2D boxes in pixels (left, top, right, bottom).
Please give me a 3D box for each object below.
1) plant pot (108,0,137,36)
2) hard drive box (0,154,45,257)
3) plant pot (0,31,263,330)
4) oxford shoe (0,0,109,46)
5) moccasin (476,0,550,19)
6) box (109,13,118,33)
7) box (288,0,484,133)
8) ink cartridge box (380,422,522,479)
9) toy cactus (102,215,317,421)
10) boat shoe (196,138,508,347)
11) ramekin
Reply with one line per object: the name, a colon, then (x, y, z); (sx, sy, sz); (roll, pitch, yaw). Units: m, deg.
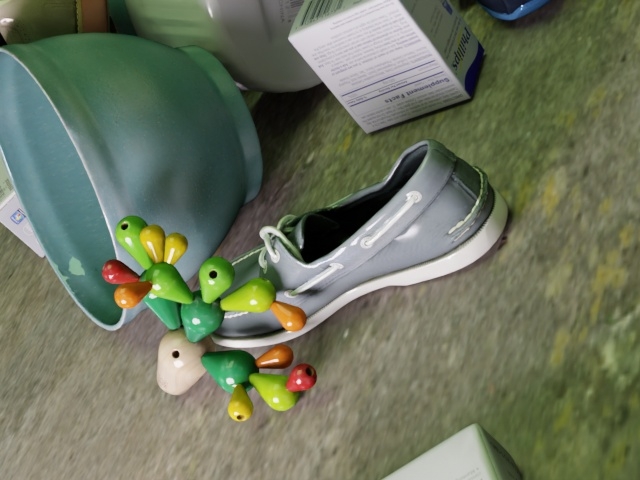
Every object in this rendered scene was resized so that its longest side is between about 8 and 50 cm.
plant pot: (-0.143, -0.338, 1.424); (0.195, 0.290, 0.290); (-17, 37, 8)
hard drive box: (-0.326, -0.114, 1.508); (0.232, 0.089, 0.181); (-45, 32, -3)
plant pot: (-0.181, -0.083, 1.169); (0.196, 0.293, 0.293); (-25, 25, -24)
oxford shoe: (-0.319, -0.229, 1.327); (0.348, 0.130, 0.123); (149, 115, -72)
moccasin: (0.131, -0.368, 1.159); (0.137, 0.117, 0.342); (-36, 59, -4)
box: (-0.367, -0.356, 1.743); (0.045, 0.191, 0.184); (-7, 48, 43)
box: (0.065, -0.186, 1.111); (0.126, 0.137, 0.072); (-15, 40, 37)
ink cartridge box: (0.023, 0.269, 0.695); (0.275, 0.060, 0.239); (-34, 34, 13)
toy cactus: (-0.108, 0.083, 0.993); (0.112, 0.219, 0.180); (-48, -9, -40)
boat shoe: (0.000, 0.000, 0.999); (0.319, 0.099, 0.116); (-21, 39, 32)
ramekin: (-0.063, -0.290, 1.260); (0.135, 0.277, 0.277); (18, 66, 47)
